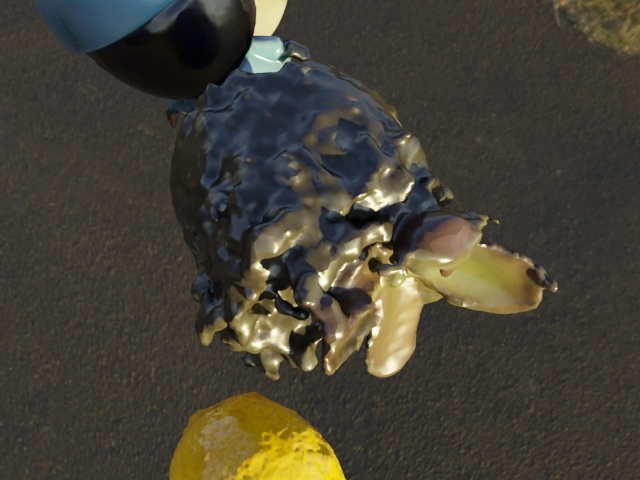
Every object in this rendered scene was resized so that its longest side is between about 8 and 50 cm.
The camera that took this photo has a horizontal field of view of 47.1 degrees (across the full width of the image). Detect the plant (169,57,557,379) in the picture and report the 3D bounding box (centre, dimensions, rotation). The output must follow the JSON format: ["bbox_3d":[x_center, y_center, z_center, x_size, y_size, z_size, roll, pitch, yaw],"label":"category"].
[{"bbox_3d":[0.000,0.000,0.517,0.204,0.178,0.234,-20,64,-23],"label":"plant"}]

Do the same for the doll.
[{"bbox_3d":[-0.129,-0.196,0.645,0.177,0.314,0.141,-24,47,20],"label":"doll"}]

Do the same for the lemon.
[{"bbox_3d":[-0.040,0.177,0.519,0.114,0.114,0.155,-37,71,-29],"label":"lemon"}]

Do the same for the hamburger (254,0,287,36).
[{"bbox_3d":[-0.138,-0.356,0.839,0.151,0.295,0.227,-10,16,-38],"label":"hamburger"}]
